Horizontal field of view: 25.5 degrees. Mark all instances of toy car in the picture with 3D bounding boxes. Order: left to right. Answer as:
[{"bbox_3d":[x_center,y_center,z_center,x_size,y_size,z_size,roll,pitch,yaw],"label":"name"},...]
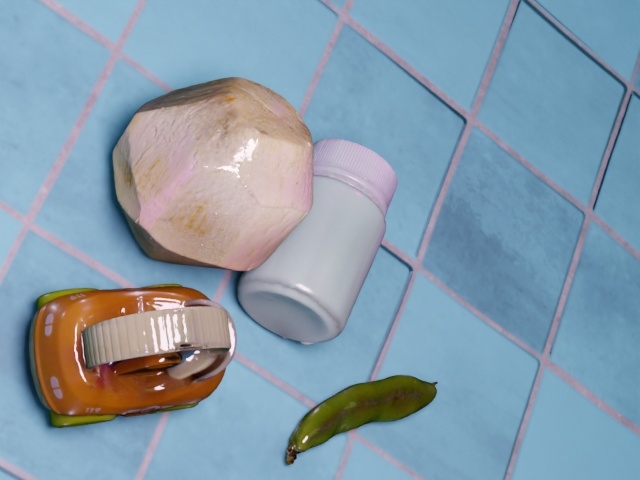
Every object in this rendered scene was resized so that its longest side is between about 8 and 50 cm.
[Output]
[{"bbox_3d":[-0.178,0.112,1.508,0.235,0.235,0.145,-3,81,-37],"label":"toy car"}]

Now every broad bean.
[{"bbox_3d":[0.052,0.209,1.762,0.254,0.046,0.065,-17,96,-36],"label":"broad bean"}]

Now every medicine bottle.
[{"bbox_3d":[0.000,0.000,1.715,0.139,0.139,0.225,37,60,-24],"label":"medicine bottle"}]

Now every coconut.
[{"bbox_3d":[-0.124,-0.071,1.605,0.197,0.236,0.237,10,73,-48],"label":"coconut"}]
